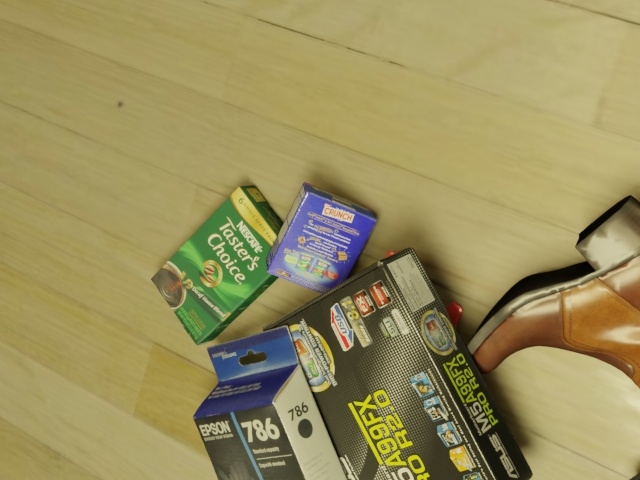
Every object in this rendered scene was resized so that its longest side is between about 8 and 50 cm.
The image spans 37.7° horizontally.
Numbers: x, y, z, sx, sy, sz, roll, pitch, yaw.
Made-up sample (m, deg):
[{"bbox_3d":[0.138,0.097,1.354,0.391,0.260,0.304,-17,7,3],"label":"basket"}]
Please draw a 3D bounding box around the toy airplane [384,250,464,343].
[{"bbox_3d":[0.097,0.088,1.063,0.151,0.028,0.151,3,96,27],"label":"toy airplane"}]

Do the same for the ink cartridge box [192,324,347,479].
[{"bbox_3d":[-0.047,0.273,1.084,0.165,0.065,0.333,-22,90,46],"label":"ink cartridge box"}]

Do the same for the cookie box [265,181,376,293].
[{"bbox_3d":[0.000,0.000,1.075,0.091,0.040,0.107,22,108,-17],"label":"cookie box"}]

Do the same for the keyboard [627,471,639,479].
[{"bbox_3d":[0.392,0.224,0.891,0.108,0.023,0.180,45,125,6],"label":"keyboard"}]

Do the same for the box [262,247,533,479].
[{"bbox_3d":[0.075,0.171,1.018,0.216,0.060,0.270,-32,83,44],"label":"box"}]

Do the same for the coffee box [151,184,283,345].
[{"bbox_3d":[-0.118,0.031,1.162,0.184,0.040,0.113,-42,75,23],"label":"coffee box"}]

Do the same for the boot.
[{"bbox_3d":[0.312,0.135,0.947,0.264,0.096,0.280,-43,86,21],"label":"boot"}]
